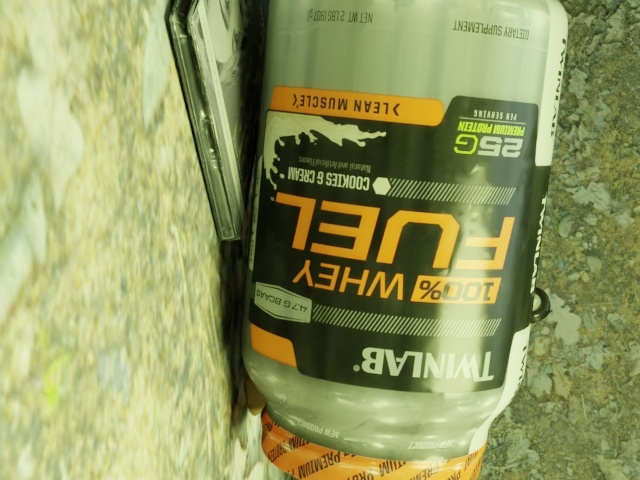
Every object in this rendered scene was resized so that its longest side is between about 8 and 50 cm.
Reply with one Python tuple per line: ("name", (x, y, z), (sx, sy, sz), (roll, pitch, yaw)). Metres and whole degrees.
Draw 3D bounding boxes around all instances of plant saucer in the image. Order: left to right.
("plant saucer", (-0.042, 0.091, 0.711), (0.083, 0.015, 0.083), (0, 90, -84))

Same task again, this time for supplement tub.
("supplement tub", (0.049, -0.008, 0.621), (0.193, 0.194, 0.316), (-49, 144, -80))

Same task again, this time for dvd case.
("dvd case", (-0.055, -0.135, 0.606), (0.164, 0.018, 0.221), (83, 9, -46))

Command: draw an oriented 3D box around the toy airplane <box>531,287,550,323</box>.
("toy airplane", (0.140, 0.155, 1.439), (0.384, 0.272, 0.386), (-12, 115, -45))
